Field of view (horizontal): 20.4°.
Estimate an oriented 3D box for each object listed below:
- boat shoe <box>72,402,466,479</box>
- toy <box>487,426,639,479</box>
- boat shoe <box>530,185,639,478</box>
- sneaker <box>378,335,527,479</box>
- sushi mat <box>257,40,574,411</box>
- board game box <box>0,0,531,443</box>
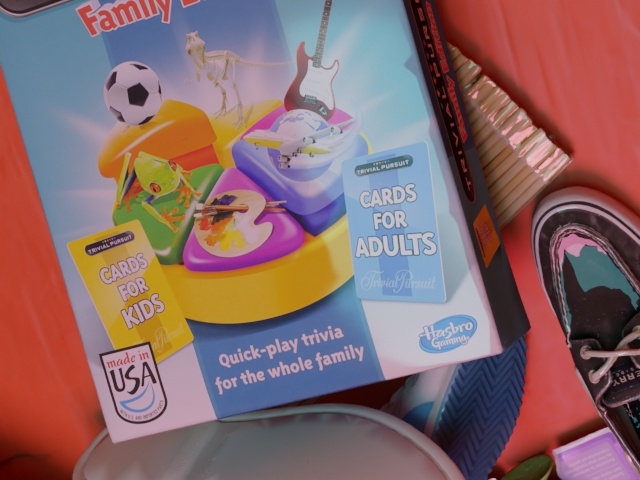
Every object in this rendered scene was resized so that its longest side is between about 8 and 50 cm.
[{"bbox_3d":[-0.021,0.172,1.110,0.319,0.116,0.099,2,133,43],"label":"boat shoe"},{"bbox_3d":[0.188,0.247,1.148,0.137,0.056,0.237,-28,100,24],"label":"toy"},{"bbox_3d":[0.193,0.070,1.074,0.078,0.070,0.219,-27,100,22],"label":"boat shoe"},{"bbox_3d":[0.056,0.135,1.126,0.092,0.087,0.229,29,104,39],"label":"sneaker"},{"bbox_3d":[0.000,0.000,1.131,0.151,0.019,0.316,43,115,-3],"label":"sushi mat"},{"bbox_3d":[-0.048,-0.072,1.052,0.254,0.079,0.336,-15,93,20],"label":"board game box"}]
